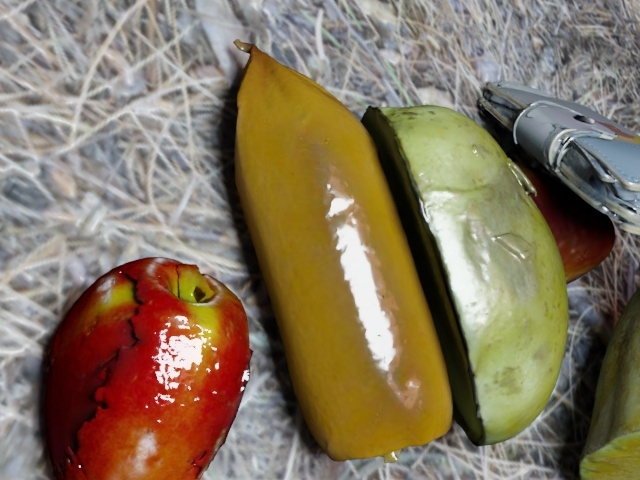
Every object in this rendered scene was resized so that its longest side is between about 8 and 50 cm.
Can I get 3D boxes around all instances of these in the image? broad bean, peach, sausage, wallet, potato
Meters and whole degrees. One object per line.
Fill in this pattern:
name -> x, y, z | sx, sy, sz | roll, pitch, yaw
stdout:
broad bean -> 0.185, -0.015, 0.794 | 0.165, 0.084, 0.114 | 27, 44, -20
peach -> -0.116, 0.091, 0.541 | 0.092, 0.127, 0.172 | 24, 90, -38
sausage -> 0.005, -0.002, 0.645 | 0.112, 0.112, 0.328 | -14, 85, -37
wallet -> 0.249, -0.070, 0.792 | 0.170, 0.231, 0.069 | 9, 114, -27
potato -> 0.122, 0.012, 0.671 | 0.111, 0.160, 0.271 | -16, 85, -7

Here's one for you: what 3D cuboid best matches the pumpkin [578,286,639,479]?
pumpkin -> 0.392, 0.138, 0.762 | 0.332, 0.332, 0.199 | 28, 59, -28
